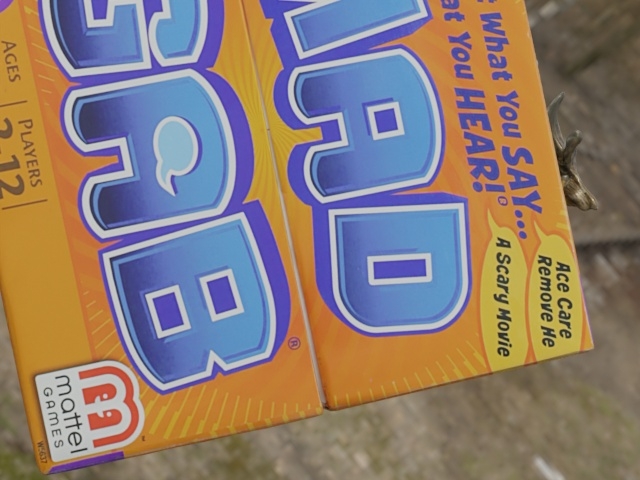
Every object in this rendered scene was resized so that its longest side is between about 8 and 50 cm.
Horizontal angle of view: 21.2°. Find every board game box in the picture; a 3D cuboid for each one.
[{"bbox_3d":[-0.062,-0.063,1.207,0.356,0.356,0.357,172,-94,-80],"label":"board game box"}]

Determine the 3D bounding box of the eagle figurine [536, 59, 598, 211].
[{"bbox_3d":[0.129,-0.043,1.793,0.226,0.298,0.225,92,-14,-74],"label":"eagle figurine"}]
